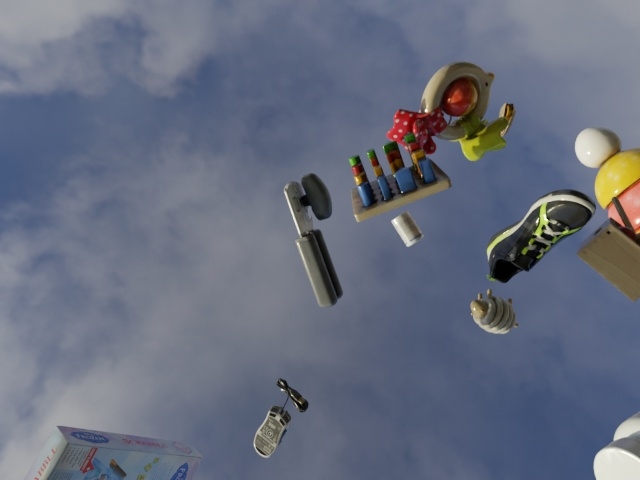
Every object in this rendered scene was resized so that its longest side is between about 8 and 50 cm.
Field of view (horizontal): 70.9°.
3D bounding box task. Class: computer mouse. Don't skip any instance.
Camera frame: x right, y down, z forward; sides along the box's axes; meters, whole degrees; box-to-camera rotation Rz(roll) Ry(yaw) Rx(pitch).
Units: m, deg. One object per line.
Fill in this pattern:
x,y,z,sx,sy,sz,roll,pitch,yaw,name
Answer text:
-0.108,0.462,1.156,0.106,0.042,0.193,30,-86,22,computer mouse

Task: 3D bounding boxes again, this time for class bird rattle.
0.276,-0.280,0.974,0.253,0.143,0.207,4,-67,-17,bird rattle

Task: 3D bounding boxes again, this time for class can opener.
0.000,0.000,0.962,0.095,0.076,0.284,-16,-81,25,can opener

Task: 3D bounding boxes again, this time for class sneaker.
0.365,0.009,0.758,0.084,0.235,0.097,23,-121,-3,sneaker

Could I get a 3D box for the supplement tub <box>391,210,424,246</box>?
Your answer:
0.299,-0.039,1.537,0.071,0.071,0.107,-30,-95,-13,supplement tub

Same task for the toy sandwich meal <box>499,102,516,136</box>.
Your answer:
0.456,-0.299,1.113,0.029,0.086,0.086,20,-107,9,toy sandwich meal

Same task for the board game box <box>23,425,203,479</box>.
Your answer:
-0.426,0.529,0.844,0.065,0.318,0.319,18,-105,40,board game box

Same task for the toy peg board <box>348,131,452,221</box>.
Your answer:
0.120,-0.118,0.776,0.161,0.161,0.079,-21,-71,10,toy peg board

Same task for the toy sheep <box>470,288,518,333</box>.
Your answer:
0.394,0.166,1.011,0.132,0.091,0.091,21,-108,-12,toy sheep

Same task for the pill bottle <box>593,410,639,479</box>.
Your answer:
0.521,0.313,0.662,0.229,0.131,0.131,-12,-105,-27,pill bottle

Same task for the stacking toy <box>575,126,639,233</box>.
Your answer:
0.911,-0.146,1.258,0.350,0.351,0.480,-24,-113,-12,stacking toy

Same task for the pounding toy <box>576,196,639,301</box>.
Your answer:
0.515,0.008,0.764,0.130,0.100,0.141,46,-150,18,pounding toy
